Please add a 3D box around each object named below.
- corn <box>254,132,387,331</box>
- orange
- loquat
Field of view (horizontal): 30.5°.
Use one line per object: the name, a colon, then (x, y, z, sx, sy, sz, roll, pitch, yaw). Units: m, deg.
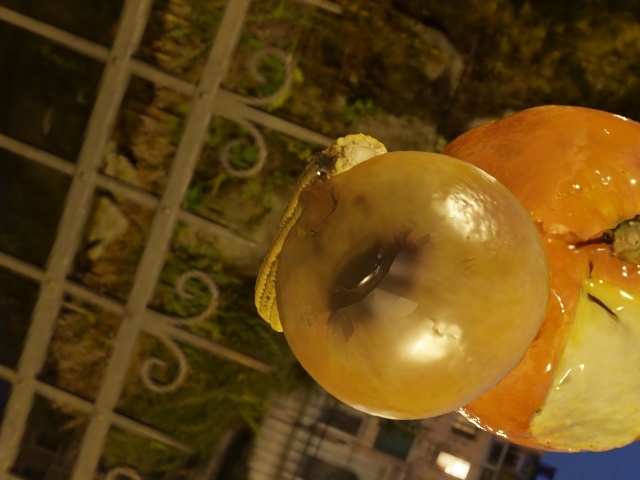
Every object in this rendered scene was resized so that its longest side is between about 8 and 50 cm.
corn: (0.000, 0.000, 0.894, 0.203, 0.072, 0.072, 115, 1, -47)
orange: (0.168, 0.026, 0.809, 0.240, 0.240, 0.240, 22, 90, -85)
loquat: (0.051, 0.026, 0.652, 0.137, 0.163, 0.163, -145, -104, -74)
